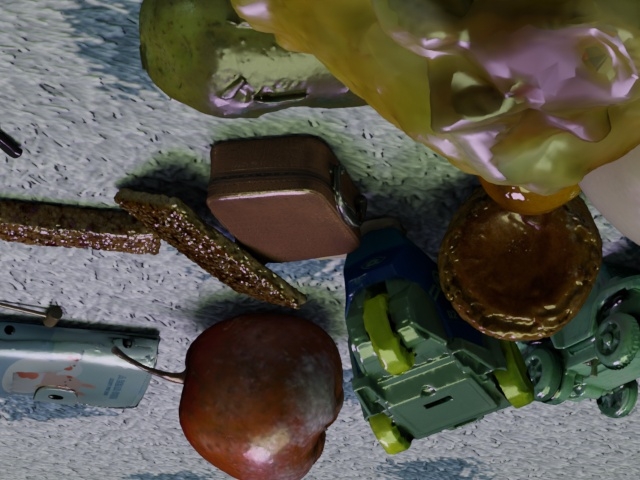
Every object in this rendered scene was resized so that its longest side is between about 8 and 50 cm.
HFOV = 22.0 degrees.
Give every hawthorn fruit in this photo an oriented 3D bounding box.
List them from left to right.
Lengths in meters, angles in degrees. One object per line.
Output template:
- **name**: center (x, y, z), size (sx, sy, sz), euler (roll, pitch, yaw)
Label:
- **hawthorn fruit**: center (-0.081, 0.204, 2.196), size (0.263, 0.231, 0.235), euler (27, 148, 40)

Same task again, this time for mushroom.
- **mushroom**: center (0.001, 0.001, 1.922), size (0.202, 0.054, 0.059), euler (-4, 155, 0)

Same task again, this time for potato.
- **potato**: center (-0.030, -0.175, 1.396), size (0.248, 0.143, 0.169), euler (2, 167, -4)

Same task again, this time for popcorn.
- **popcorn**: center (0.138, -0.218, 1.078), size (0.344, 0.354, 0.390), euler (15, -165, -48)

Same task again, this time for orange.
- **orange**: center (0.200, -0.100, 1.561), size (0.134, 0.156, 0.156), euler (-18, 158, -8)

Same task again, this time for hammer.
- **hammer**: center (-0.400, 0.093, 2.192), size (0.110, 0.019, 0.035), euler (13, 154, -19)

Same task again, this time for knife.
- **knife**: center (-0.350, -0.125, 1.696), size (0.023, 0.010, 0.170), euler (-7, 154, 19)

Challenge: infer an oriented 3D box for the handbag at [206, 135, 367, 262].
- **handbag**: center (-0.032, -0.042, 1.795), size (0.151, 0.072, 0.193), euler (-5, 154, 14)

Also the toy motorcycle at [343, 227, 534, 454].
- **toy motorcycle**: center (0.105, 0.101, 1.895), size (0.191, 0.199, 0.326), euler (-22, 149, 12)

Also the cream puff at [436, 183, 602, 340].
- **cream puff**: center (0.226, 0.020, 1.843), size (0.183, 0.183, 0.169), euler (-3, 178, 9)

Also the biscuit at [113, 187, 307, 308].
- **biscuit**: center (-0.125, 0.012, 1.869), size (0.231, 0.025, 0.131), euler (39, 163, -35)

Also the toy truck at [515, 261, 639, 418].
- **toy truck**: center (0.358, 0.119, 2.034), size (0.155, 0.156, 0.279), euler (14, 153, -27)

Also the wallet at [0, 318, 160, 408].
- **wallet**: center (-0.359, 0.170, 2.305), size (0.251, 0.075, 0.176), euler (7, 150, -13)

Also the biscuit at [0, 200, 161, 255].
- **biscuit**: center (-0.281, -0.014, 1.915), size (0.199, 0.034, 0.064), euler (6, 157, -9)

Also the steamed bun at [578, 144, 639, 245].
- **steamed bun**: center (0.303, -0.139, 1.311), size (0.309, 0.309, 0.309), euler (1, 157, 1)
